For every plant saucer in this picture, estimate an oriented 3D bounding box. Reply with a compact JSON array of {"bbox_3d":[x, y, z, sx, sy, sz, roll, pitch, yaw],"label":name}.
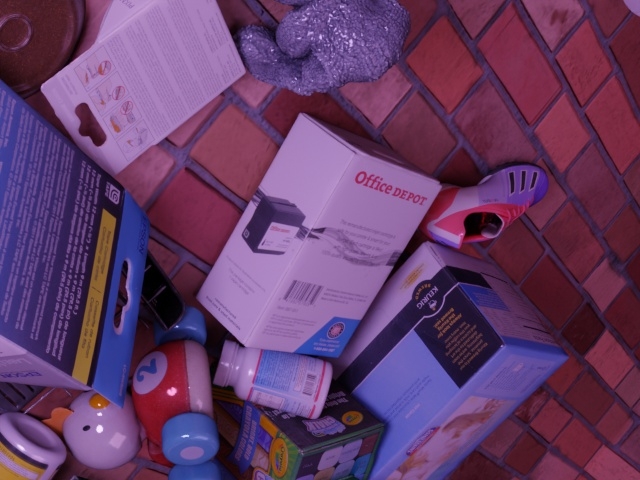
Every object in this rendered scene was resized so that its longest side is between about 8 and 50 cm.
[{"bbox_3d":[-0.319,-0.217,1.156,0.199,0.036,0.198,-27,138,-28],"label":"plant saucer"}]

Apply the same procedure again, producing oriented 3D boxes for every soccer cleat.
[{"bbox_3d":[0.287,-0.051,1.880,0.318,0.116,0.108,-14,130,-40],"label":"soccer cleat"}]

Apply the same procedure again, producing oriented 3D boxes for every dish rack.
[{"bbox_3d":[-0.317,0.106,1.409,0.271,0.074,0.208,-42,142,-12],"label":"dish rack"}]

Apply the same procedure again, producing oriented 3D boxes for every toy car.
[{"bbox_3d":[-0.260,0.233,1.517,0.238,0.219,0.210,-6,137,-7],"label":"toy car"}]

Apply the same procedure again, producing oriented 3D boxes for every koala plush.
[{"bbox_3d":[-0.012,-0.297,1.304,0.196,0.203,0.221,-42,131,-13],"label":"koala plush"}]

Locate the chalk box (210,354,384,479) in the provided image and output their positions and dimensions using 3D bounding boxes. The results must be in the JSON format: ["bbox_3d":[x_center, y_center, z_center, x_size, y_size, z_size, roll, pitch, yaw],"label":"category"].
[{"bbox_3d":[-0.036,0.320,1.712,0.180,0.289,0.179,-8,127,-42],"label":"chalk box"}]

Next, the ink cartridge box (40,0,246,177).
[{"bbox_3d":[-0.203,-0.194,1.283,0.225,0.056,0.181,-39,145,-13],"label":"ink cartridge box"}]

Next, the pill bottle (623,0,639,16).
[{"bbox_3d":[0.596,-0.446,1.865,0.208,0.119,0.119,-30,139,-27],"label":"pill bottle"}]

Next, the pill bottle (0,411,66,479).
[{"bbox_3d":[-0.417,0.319,1.462,0.184,0.103,0.103,-54,144,4],"label":"pill bottle"}]

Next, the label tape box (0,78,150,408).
[{"bbox_3d":[-0.319,0.009,1.179,0.347,0.115,0.249,49,40,-55],"label":"label tape box"}]

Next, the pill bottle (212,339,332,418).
[{"bbox_3d":[-0.069,0.195,1.629,0.087,0.160,0.087,-163,-90,-86],"label":"pill bottle"}]

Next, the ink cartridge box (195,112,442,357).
[{"bbox_3d":[0.000,0.000,1.607,0.223,0.129,0.307,15,110,-51],"label":"ink cartridge box"}]

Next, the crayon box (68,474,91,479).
[{"bbox_3d":[-0.354,0.438,1.591,0.202,0.081,0.318,-44,166,-10],"label":"crayon box"}]

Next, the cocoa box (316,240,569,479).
[{"bbox_3d":[0.176,0.213,1.841,0.347,0.228,0.231,-49,146,19],"label":"cocoa box"}]
